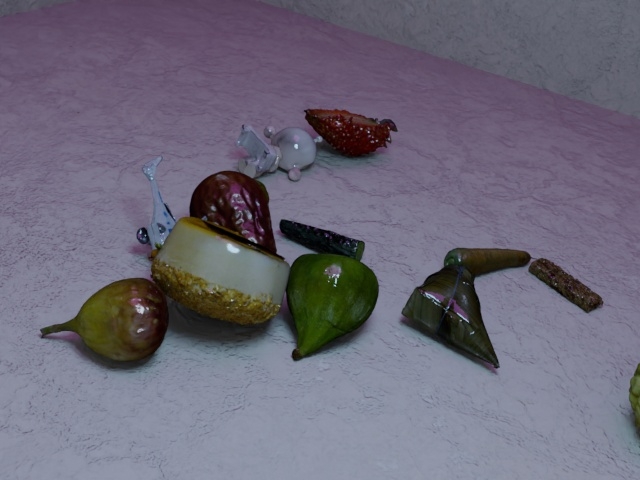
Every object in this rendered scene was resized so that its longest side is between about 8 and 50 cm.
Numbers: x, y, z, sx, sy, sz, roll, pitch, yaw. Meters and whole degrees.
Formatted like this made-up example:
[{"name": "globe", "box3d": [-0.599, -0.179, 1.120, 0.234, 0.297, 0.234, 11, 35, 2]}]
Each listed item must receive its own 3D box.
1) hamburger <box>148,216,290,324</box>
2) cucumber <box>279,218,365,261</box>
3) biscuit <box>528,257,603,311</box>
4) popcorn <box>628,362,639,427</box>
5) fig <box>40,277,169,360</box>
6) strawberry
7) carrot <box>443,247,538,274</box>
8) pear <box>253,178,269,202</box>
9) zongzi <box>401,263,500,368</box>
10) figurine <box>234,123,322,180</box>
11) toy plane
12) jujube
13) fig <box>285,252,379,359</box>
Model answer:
[{"name": "hamburger", "box3d": [-0.202, 0.071, 1.497, 0.276, 0.179, 0.294, 22, 1, -35]}, {"name": "cucumber", "box3d": [0.000, 0.003, 1.828, 0.211, 0.062, 0.078, 15, -2, 18]}, {"name": "biscuit", "box3d": [0.610, 0.109, 1.852, 0.064, 0.034, 0.199, -17, 41, -35]}, {"name": "popcorn", "box3d": [0.726, 0.296, 1.407, 0.293, 0.293, 0.237, -16, 34, -36]}, {"name": "fig", "box3d": [-0.413, 0.158, 1.409, 0.257, 0.159, 0.159, -10, 32, 7]}, {"name": "strawberry", "box3d": [0.059, -0.331, 2.278, 0.306, 0.137, 0.233, -2, 20, -37]}, {"name": "carrot", "box3d": [0.439, 0.050, 1.877, 0.298, 0.078, 0.078, -2, 34, -30]}, {"name": "pear", "box3d": [-0.187, -0.102, 1.889, 0.131, 0.107, 0.107, -24, 45, -33]}, {"name": "zongzi", "box3d": [0.329, 0.156, 1.635, 0.242, 0.112, 0.221, 33, 37, 19]}, {"name": "figurine", "box3d": [-0.113, -0.267, 2.139, 0.257, 0.144, 0.182, -17, 38, -41]}, {"name": "toy plane", "box3d": [-0.352, -0.056, 1.670, 0.182, 0.273, 0.107, -1, 4, 33]}, {"name": "jujube", "box3d": [-0.198, -0.040, 1.721, 0.190, 0.190, 0.255, -10, 50, -29]}, {"name": "fig", "box3d": [0.011, 0.148, 1.541, 0.203, 0.203, 0.235, 14, 72, 5]}]
